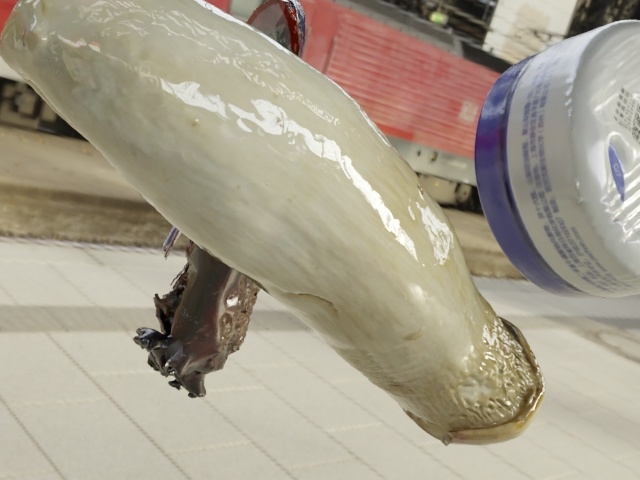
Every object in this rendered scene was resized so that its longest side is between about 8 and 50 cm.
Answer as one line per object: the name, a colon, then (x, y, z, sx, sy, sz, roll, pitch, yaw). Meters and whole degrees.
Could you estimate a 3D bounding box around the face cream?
face cream: (0.228, -0.060, 0.602, 0.206, 0.206, 0.111, 12, -12, -29)

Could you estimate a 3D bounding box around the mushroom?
mushroom: (0.000, 0.000, 0.393, 0.122, 0.095, 0.351, 3, -34, 50)

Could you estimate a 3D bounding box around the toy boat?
toy boat: (-0.084, -0.135, 0.773, 0.072, 0.219, 0.318, 27, 31, -5)

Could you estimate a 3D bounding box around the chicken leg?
chicken leg: (-0.071, 0.013, 0.541, 0.063, 0.234, 0.105, 23, 14, 13)
